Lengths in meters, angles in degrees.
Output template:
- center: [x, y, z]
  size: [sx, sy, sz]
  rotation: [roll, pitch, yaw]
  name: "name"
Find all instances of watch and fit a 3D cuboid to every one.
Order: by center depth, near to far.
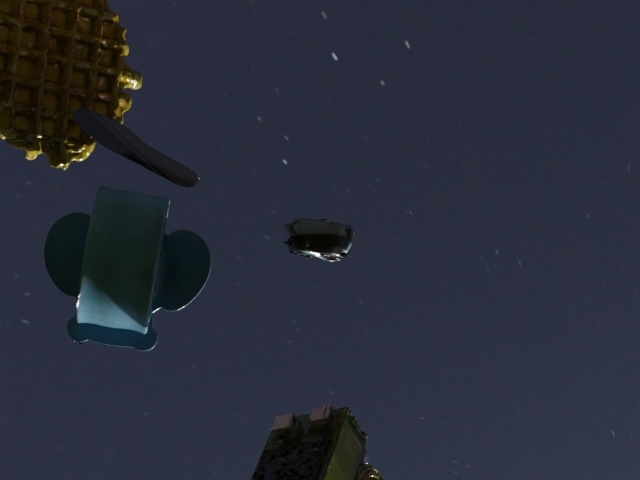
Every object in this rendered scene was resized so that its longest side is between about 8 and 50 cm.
- center: [-0.239, 0.036, 1.289]
  size: [0.211, 0.193, 0.211]
  rotation: [1, -99, -9]
  name: "watch"

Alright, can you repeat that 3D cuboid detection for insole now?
- center: [-0.193, -0.096, 1.111]
  size: [0.053, 0.153, 0.002]
  rotation: [-29, -141, 49]
  name: "insole"

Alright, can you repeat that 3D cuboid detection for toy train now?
- center: [-0.013, 0.343, 1.341]
  size: [0.134, 0.177, 0.261]
  rotation: [-16, -150, 28]
  name: "toy train"

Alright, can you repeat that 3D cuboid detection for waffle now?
- center: [-0.343, -0.229, 1.359]
  size: [0.238, 0.243, 0.059]
  rotation: [-43, -155, -30]
  name: "waffle"

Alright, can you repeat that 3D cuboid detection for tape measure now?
- center: [0.000, 0.000, 1.381]
  size: [0.091, 0.094, 0.054]
  rotation: [5, -97, 13]
  name: "tape measure"
